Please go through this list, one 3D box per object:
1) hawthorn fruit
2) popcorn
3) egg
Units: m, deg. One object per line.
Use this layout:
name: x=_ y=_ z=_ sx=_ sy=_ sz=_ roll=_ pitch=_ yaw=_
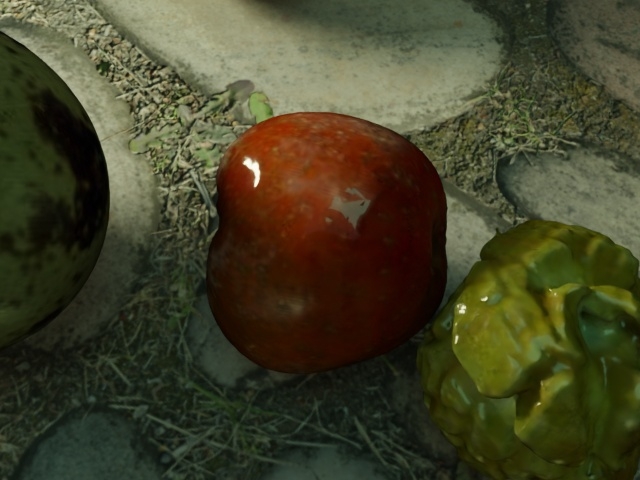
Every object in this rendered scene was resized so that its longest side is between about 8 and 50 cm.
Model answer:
hawthorn fruit: x=0.000 y=0.000 z=0.857 sx=0.284 sy=0.284 sz=0.284 roll=2 pitch=64 yaw=-4
popcorn: x=0.236 y=0.116 z=0.831 sx=0.247 sy=0.282 sz=0.282 roll=23 pitch=64 yaw=13
egg: x=-0.417 y=-0.068 z=0.806 sx=0.428 sy=0.345 sz=0.345 roll=32 pitch=66 yaw=16
